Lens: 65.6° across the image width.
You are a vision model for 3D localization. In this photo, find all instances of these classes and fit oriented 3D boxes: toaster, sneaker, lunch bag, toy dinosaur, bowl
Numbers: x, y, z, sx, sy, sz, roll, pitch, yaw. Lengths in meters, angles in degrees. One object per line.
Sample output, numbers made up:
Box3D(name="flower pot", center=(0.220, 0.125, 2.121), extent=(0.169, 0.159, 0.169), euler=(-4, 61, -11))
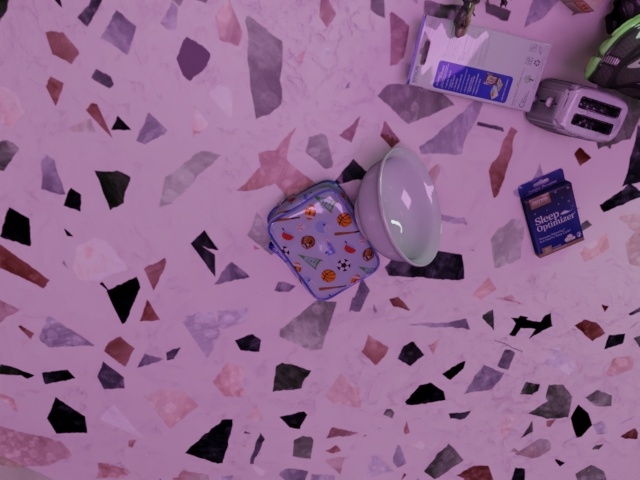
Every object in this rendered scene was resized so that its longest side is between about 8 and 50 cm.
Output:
Box3D(name="toaster", center=(0.644, -0.318, 1.235), extent=(0.226, 0.146, 0.129), euler=(15, 110, -11))
Box3D(name="sneaker", center=(0.775, -0.517, 1.208), extent=(0.130, 0.087, 0.227), euler=(-25, 135, 33))
Box3D(name="lunch bag", center=(0.000, 0.000, 1.325), extent=(0.243, 0.115, 0.304), euler=(-30, 112, 9))
Box3D(name="toy dinosaur", center=(0.371, -0.592, 1.126), extent=(0.118, 0.064, 0.269), euler=(8, 89, -19))
Box3D(name="sneaker", center=(0.813, -0.373, 1.132), extent=(0.481, 0.202, 0.185), euler=(3, 136, -23))
Box3D(name="bowl", center=(0.179, -0.073, 1.256), extent=(0.134, 0.298, 0.298), euler=(-13, 117, 38))

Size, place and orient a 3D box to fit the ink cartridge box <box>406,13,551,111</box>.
Box3D(name="ink cartridge box", center=(0.377, -0.430, 1.213), extent=(0.332, 0.065, 0.166), euler=(10, 110, -10))

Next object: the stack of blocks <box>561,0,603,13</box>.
Box3D(name="stack of blocks", center=(0.554, -0.680, 1.116), extent=(0.297, 0.087, 0.171), euler=(32, 106, -16))

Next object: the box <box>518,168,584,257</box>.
Box3D(name="box", center=(0.646, -0.074, 1.392), extent=(0.136, 0.036, 0.226), euler=(-23, 110, 4))
